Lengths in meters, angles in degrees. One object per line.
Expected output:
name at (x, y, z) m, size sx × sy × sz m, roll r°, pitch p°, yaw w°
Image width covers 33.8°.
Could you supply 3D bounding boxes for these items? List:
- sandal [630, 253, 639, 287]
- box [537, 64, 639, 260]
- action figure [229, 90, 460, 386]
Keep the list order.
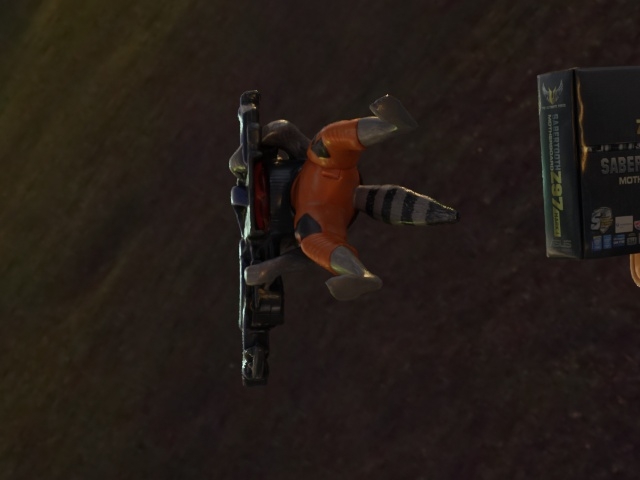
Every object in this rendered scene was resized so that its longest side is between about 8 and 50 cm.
sandal at (0.408, -0.074, 1.301) m, size 0.102 × 0.076 × 0.265 m, roll -7°, pitch 72°, yaw 62°
box at (0.328, -0.082, 1.051) m, size 0.059 × 0.233 × 0.183 m, roll 2°, pitch 97°, yaw 63°
action figure at (0.000, 0.000, 1.184) m, size 0.330 × 0.179 × 0.341 m, roll -172°, pitch 83°, yaw -68°
